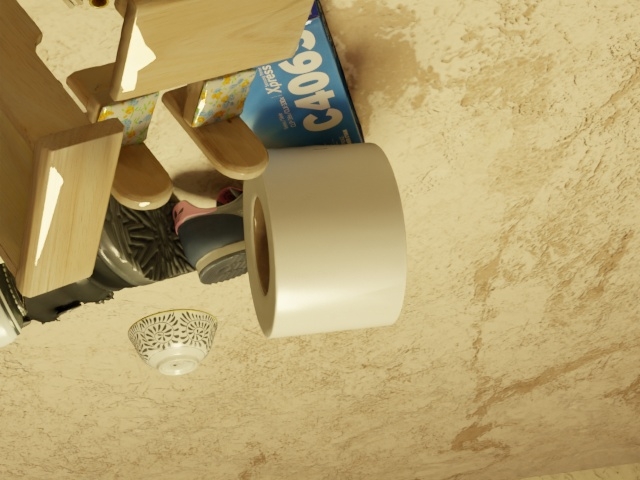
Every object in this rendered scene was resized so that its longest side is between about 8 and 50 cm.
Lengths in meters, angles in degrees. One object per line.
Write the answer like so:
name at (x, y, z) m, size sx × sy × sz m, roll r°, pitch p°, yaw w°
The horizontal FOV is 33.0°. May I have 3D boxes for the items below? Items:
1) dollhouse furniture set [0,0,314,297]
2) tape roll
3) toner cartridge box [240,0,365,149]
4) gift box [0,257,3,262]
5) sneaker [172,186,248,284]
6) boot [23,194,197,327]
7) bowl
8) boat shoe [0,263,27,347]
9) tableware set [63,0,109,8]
dollhouse furniture set at (-0.145, -0.154, 0.984) m, size 0.394 × 0.256 × 0.362 m, roll -21°, pitch 150°, yaw -36°
tape roll at (0.000, 0.000, 1.416) m, size 0.169 × 0.246 × 0.246 m, roll -4°, pitch 151°, yaw -12°
toner cartridge box at (-0.048, -0.187, 1.391) m, size 0.165 × 0.075 × 0.348 m, roll -14°, pitch 152°, yaw 7°
gift box at (-0.452, -0.131, 1.168) m, size 0.258 × 0.276 × 0.255 m, roll -11°, pitch 139°, yaw 6°
sneaker at (-0.084, -0.036, 1.637) m, size 0.319 × 0.131 × 0.112 m, roll -16°, pitch 157°, yaw -49°
boot at (-0.432, 0.050, 1.546) m, size 0.445 × 0.146 × 0.367 m, roll -15°, pitch 168°, yaw 10°
bowl at (-0.270, 0.202, 2.013) m, size 0.170 × 0.080 × 0.170 m, roll -9°, pitch 153°, yaw -5°
boat shoe at (-0.390, -0.025, 1.304) m, size 0.119 × 0.335 × 0.121 m, roll -18°, pitch 145°, yaw -11°
tableware set at (-0.263, -0.299, 1.157) m, size 0.104 × 0.024 × 0.154 m, roll -19°, pitch 151°, yaw 12°
